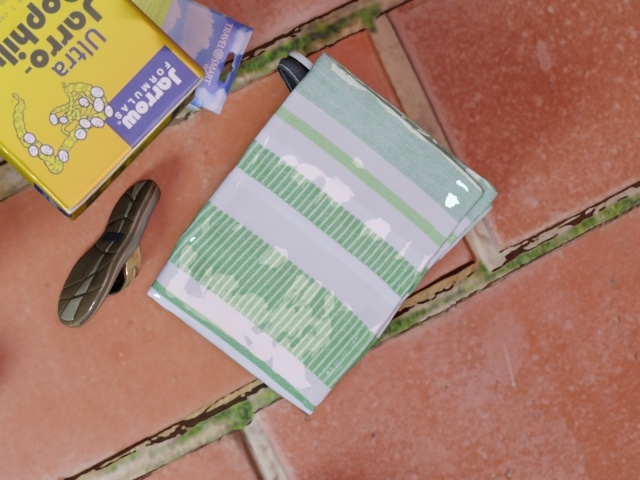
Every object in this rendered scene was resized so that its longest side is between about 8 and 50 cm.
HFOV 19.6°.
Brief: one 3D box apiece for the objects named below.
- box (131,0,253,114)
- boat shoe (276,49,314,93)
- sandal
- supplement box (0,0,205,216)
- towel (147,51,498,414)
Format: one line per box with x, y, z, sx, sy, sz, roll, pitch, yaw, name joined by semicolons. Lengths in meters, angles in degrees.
-0.174;-0.214;1.992;0.178;0.042;0.109;23;83;-14;box
0.010;-0.097;2.024;0.079;0.084;0.233;-30;102;-13;boat shoe
-0.214;0.019;1.971;0.049;0.072;0.180;39;73;-34;sandal
-0.309;-0.210;1.845;0.356;0.194;0.195;44;85;-4;supplement box
0.000;0.000;1.991;0.248;0.038;0.325;37;100;-11;towel
